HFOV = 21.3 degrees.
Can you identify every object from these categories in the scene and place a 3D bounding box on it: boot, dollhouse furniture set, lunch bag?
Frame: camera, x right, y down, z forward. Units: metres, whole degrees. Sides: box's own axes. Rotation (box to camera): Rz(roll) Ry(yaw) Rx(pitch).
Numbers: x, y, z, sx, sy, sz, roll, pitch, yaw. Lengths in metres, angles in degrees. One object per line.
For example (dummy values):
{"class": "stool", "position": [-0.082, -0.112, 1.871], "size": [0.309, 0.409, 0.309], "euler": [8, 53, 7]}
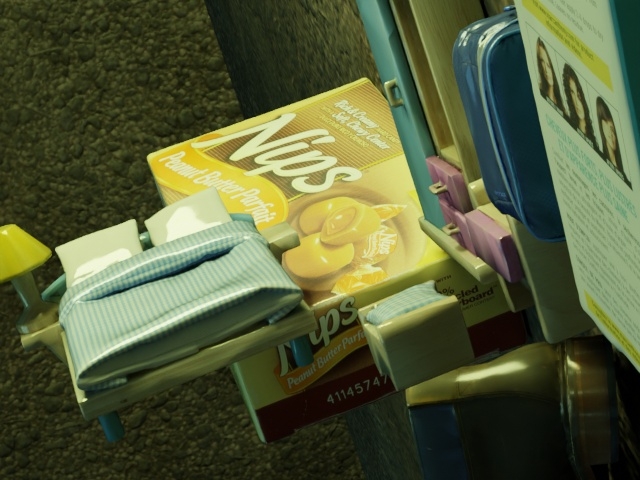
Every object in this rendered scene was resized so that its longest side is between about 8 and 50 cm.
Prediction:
{"class": "boot", "position": [0.104, 0.121, 0.925], "size": [0.219, 0.106, 0.082], "euler": [81, -172, -52]}
{"class": "dollhouse furniture set", "position": [-0.045, -0.032, 0.886], "size": [0.286, 0.303, 0.198], "euler": [-131, 21, -74]}
{"class": "lunch bag", "position": [0.096, -0.052, 0.669], "size": [0.065, 0.067, 0.098], "euler": [-131, 23, -73]}

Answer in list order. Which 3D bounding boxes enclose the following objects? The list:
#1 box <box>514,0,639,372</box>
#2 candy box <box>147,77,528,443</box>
{"class": "box", "position": [0.108, -0.061, 0.550], "size": [0.100, 0.060, 0.244], "euler": [-120, 11, -58]}
{"class": "candy box", "position": [0.000, 0.000, 1.177], "size": [0.316, 0.182, 0.088], "euler": [-122, 13, -63]}
